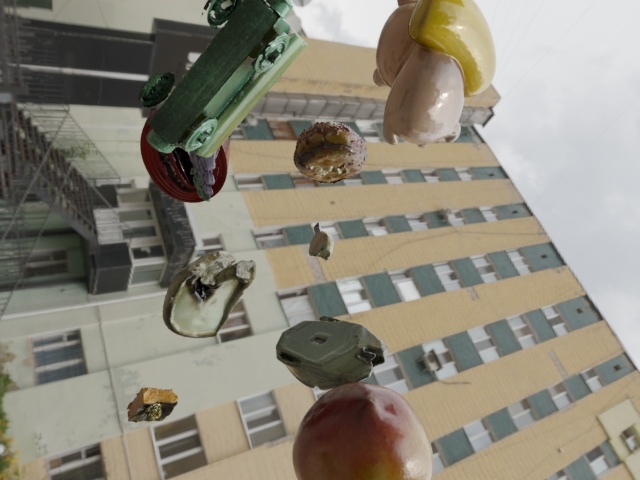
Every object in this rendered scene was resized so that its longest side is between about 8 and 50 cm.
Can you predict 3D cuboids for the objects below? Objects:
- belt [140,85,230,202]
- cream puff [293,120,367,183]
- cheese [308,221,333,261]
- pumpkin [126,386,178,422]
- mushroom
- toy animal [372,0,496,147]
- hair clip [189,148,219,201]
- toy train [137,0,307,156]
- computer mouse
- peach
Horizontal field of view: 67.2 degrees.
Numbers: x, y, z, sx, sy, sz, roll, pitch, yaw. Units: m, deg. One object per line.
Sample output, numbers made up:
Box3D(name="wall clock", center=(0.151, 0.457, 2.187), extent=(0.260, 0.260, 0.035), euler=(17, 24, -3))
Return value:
Box3D(name="belt", center=(-0.361, -0.257, 1.309), extent=(0.324, 0.227, 0.115), euler=(91, -5, -46))
Box3D(name="cream puff", center=(0.028, -0.291, 1.555), extent=(0.240, 0.240, 0.164), euler=(-27, -119, 56))
Box3D(name="cheese", center=(-0.004, 0.006, 1.565), extent=(0.092, 0.047, 0.171), euler=(-58, -153, 11))
Box3D(name="pumpkin", center=(-0.324, 0.322, 0.931), extent=(0.083, 0.074, 0.054), euler=(-49, -136, 29))
Box3D(name="mushroom", center=(-0.346, 0.129, 1.389), extent=(0.292, 0.217, 0.212), euler=(-44, -132, 35))
Box3D(name="toy animal", center=(0.247, -0.403, 1.135), extent=(0.247, 0.277, 0.345), euler=(33, -59, 48))
Box3D(name="hair clip", center=(-0.276, -0.171, 1.155), extent=(0.124, 0.052, 0.195), euler=(65, -29, 21))
Box3D(name="toy train", center=(-0.152, -0.261, 0.755), extent=(0.126, 0.189, 0.307), euler=(43, -74, -6))
Box3D(name="computer mouse", center=(0.029, 0.365, 1.506), extent=(0.429, 0.228, 0.145), euler=(1, -61, 49))
Box3D(name="peach", center=(0.093, 0.465, 1.061), extent=(0.308, 0.308, 0.332), euler=(46, -45, 44))
